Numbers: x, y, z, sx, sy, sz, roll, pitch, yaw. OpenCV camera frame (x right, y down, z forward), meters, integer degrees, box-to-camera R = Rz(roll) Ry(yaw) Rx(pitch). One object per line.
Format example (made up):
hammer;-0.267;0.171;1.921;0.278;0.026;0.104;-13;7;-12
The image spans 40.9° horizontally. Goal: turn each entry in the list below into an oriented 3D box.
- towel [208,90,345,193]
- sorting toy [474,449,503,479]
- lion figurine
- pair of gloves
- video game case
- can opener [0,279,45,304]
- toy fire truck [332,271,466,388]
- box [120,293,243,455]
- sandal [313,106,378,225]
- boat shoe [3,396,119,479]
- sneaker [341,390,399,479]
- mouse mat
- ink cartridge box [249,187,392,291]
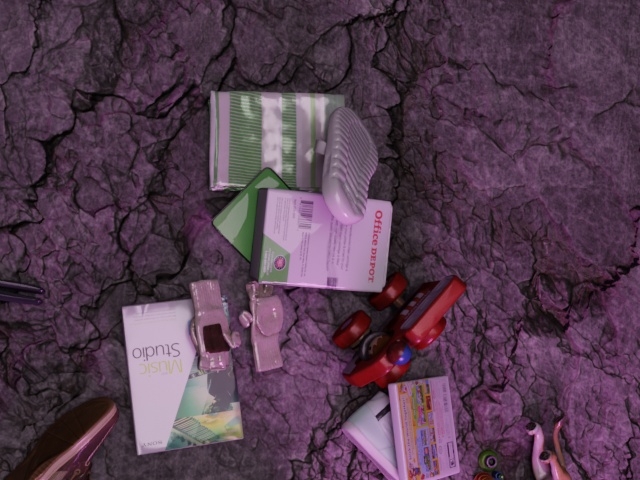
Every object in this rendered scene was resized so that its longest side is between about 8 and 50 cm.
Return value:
towel;-0.098;-0.229;1.999;0.325;0.038;0.247;0;82;-13
sorting toy;0.398;0.545;2.013;0.061;0.042;0.101;20;78;-10
lion figurine;0.499;0.614;1.977;0.392;0.142;0.240;-45;117;-21
pair of gloves;-0.175;0.185;1.879;0.240;0.042;0.204;6;76;-40
video game case;0.235;0.427;1.940;0.206;0.026;0.226;3;79;-47
can opener;-0.678;0.102;1.810;0.186;0.073;0.059;20;70;-19
toy fire truck;0.174;0.198;1.895;0.169;0.254;0.302;45;75;-4
box;-0.302;0.290;1.873;0.232;0.058;0.321;-6;85;-14
sandal;0.037;-0.171;1.889;0.102;0.416;0.169;-25;114;22
boat shoe;-0.535;0.477;1.777;0.342;0.123;0.123;-49;125;-18
sneaker;0.185;0.461;1.948;0.151;0.094;0.256;-44;95;-18
mouse mat;-0.135;-0.054;1.960;0.190;0.007;0.152;-45;104;-6
ink cartridge box;0.000;0.000;1.932;0.289;0.121;0.211;6;91;-15
